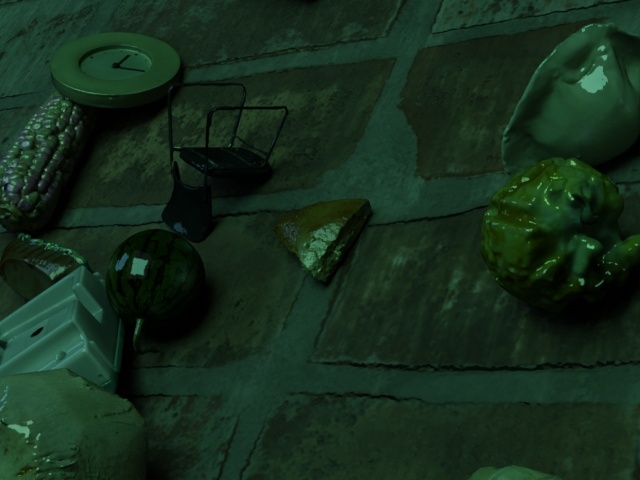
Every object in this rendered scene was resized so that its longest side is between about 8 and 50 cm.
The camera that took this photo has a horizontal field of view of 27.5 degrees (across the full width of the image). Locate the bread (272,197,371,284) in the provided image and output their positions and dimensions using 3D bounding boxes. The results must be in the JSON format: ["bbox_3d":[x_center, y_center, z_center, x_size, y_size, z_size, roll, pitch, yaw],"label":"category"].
[{"bbox_3d":[0.013,-0.018,1.850,0.136,0.054,0.154,-33,41,-4],"label":"bread"}]

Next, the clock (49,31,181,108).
[{"bbox_3d":[-0.367,-0.308,2.349,0.235,0.029,0.235,2,36,-2],"label":"clock"}]

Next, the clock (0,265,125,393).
[{"bbox_3d":[-0.397,0.162,1.845,0.231,0.116,0.262,-29,22,8],"label":"clock"}]

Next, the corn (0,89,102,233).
[{"bbox_3d":[-0.477,-0.155,2.274,0.127,0.126,0.335,-7,46,30],"label":"corn"}]

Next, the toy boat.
[{"bbox_3d":[-0.448,0.044,2.073,0.099,0.108,0.293,-14,21,-33],"label":"toy boat"}]

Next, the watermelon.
[{"bbox_3d":[-0.238,0.073,1.860,0.141,0.140,0.187,-12,47,25],"label":"watermelon"}]

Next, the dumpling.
[{"bbox_3d":[0.334,-0.182,1.693,0.252,0.179,0.131,-29,43,3],"label":"dumpling"}]

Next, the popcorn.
[{"bbox_3d":[0.299,-0.004,1.548,0.212,0.198,0.198,29,64,11],"label":"popcorn"}]

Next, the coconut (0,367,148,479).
[{"bbox_3d":[-0.331,0.280,1.631,0.245,0.247,0.245,0,90,28],"label":"coconut"}]

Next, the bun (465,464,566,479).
[{"bbox_3d":[0.169,0.337,1.287,0.259,0.160,0.259,-21,41,20],"label":"bun"}]

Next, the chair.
[{"bbox_3d":[-0.158,-0.121,2.039,0.145,0.221,0.140,-4,22,-35],"label":"chair"}]
